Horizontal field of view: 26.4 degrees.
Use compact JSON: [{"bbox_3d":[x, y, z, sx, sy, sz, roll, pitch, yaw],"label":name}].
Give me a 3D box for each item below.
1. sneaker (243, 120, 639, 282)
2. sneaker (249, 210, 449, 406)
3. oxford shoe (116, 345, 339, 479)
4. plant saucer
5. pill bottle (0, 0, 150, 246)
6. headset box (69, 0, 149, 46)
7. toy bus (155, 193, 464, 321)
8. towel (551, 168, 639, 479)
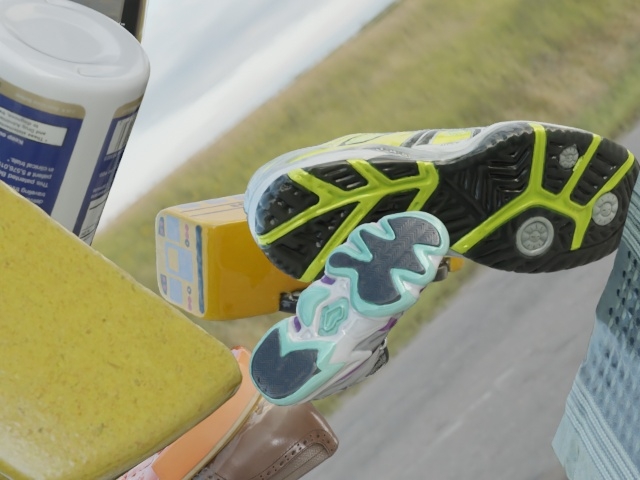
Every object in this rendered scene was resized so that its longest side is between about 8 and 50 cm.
[{"bbox_3d":[0.115,-0.052,1.246,0.384,0.145,0.147,0,19,-18],"label":"sneaker"},{"bbox_3d":[0.019,0.029,0.553,0.098,0.038,0.069,-42,-21,10],"label":"sneaker"},{"bbox_3d":[-0.130,0.259,1.173,0.364,0.132,0.130,-48,12,23],"label":"oxford shoe"},{"bbox_3d":[-0.261,0.067,0.584,0.333,0.332,0.081,-36,28,32],"label":"plant saucer"},{"bbox_3d":[-0.156,-0.033,0.699,0.169,0.094,0.094,-65,-10,28],"label":"pill bottle"},{"bbox_3d":[-0.212,-0.280,0.943,0.110,0.218,0.293,176,102,-85],"label":"headset box"},{"bbox_3d":[0.000,0.000,1.458,0.332,0.108,0.130,-12,18,-34],"label":"toy bus"},{"bbox_3d":[0.276,0.113,0.993,0.324,0.056,0.312,-112,31,-63],"label":"towel"}]
